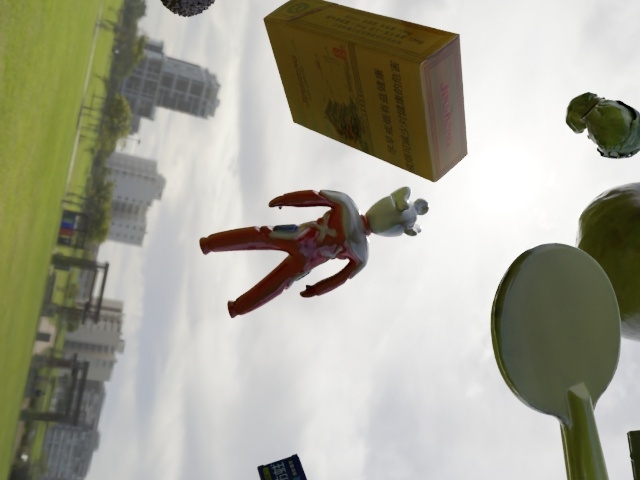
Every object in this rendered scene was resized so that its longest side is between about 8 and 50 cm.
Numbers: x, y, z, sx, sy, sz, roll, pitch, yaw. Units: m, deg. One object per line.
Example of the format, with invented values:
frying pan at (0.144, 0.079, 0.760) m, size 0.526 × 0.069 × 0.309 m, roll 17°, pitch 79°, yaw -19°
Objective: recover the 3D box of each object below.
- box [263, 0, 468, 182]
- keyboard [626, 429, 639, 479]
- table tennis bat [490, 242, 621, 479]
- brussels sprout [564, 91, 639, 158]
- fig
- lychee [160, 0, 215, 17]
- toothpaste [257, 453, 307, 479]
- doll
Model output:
box at (0.057, -0.203, 0.856) m, size 0.274 × 0.076 × 0.174 m, roll 30°, pitch -31°, yaw 38°
keyboard at (0.248, 0.187, 0.462) m, size 0.049 × 0.015 × 0.129 m, roll -20°, pitch -147°, yaw 30°
table tennis bat at (0.338, 0.185, 0.896) m, size 0.054 × 0.224 × 0.369 m, roll -8°, pitch -85°, yaw 65°
brussels sprout at (0.242, -0.102, 0.572) m, size 0.046 × 0.051 × 0.083 m, roll -40°, pitch -141°, yaw 0°
fig at (0.679, 0.057, 1.360) m, size 0.343 × 0.343 × 0.344 m, roll -168°, pitch -90°, yaw -71°
lychee at (-0.107, -0.212, 0.515) m, size 0.083 × 0.068 × 0.067 m, roll -44°, pitch 149°, yaw -31°
toothpaste at (-0.020, 0.481, 1.009) m, size 0.320 × 0.076 × 0.066 m, roll -121°, pitch -160°, yaw -51°
doll at (0.000, 0.000, 1.104) m, size 0.099 × 0.383 × 0.189 m, roll -102°, pitch 175°, yaw -70°
